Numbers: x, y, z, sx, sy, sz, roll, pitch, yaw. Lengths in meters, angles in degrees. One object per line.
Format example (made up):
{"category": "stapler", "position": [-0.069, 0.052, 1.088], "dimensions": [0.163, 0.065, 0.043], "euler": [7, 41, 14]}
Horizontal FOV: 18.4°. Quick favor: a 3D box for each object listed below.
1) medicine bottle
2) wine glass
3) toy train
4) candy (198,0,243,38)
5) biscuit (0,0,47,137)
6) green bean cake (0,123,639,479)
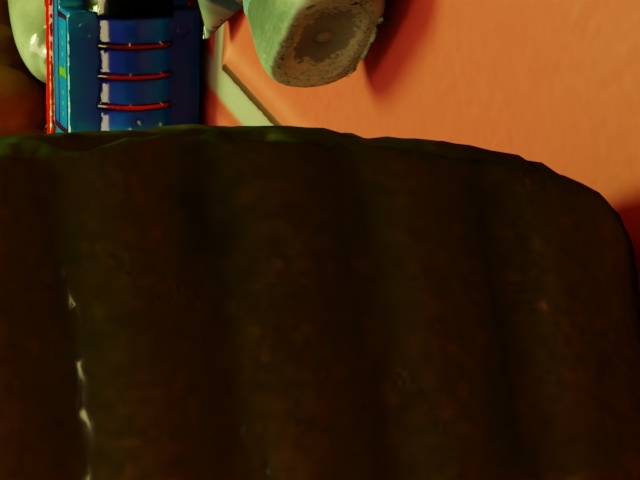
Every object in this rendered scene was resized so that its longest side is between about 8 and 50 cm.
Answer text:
{"category": "medicine bottle", "position": [-0.013, -0.173, 0.852], "dimensions": [0.090, 0.054, 0.208], "euler": [118, 146, -60]}
{"category": "wine glass", "position": [-0.171, -0.127, 1.334], "dimensions": [0.262, 0.074, 0.074], "euler": [-116, 30, -54]}
{"category": "toy train", "position": [-0.111, -0.081, 1.121], "dimensions": [0.131, 0.083, 0.204], "euler": [-144, 53, -68]}
{"category": "candy", "position": [-0.052, -0.156, 1.006], "dimensions": [0.136, 0.038, 0.088], "euler": [144, 126, -80]}
{"category": "biscuit", "position": [-0.250, -0.050, 1.491], "dimensions": [0.326, 0.107, 0.325], "euler": [172, 90, -80]}
{"category": "green bean cake", "position": [-0.038, 0.066, 0.639], "dimensions": [0.250, 0.247, 0.156], "euler": [124, 141, -61]}
